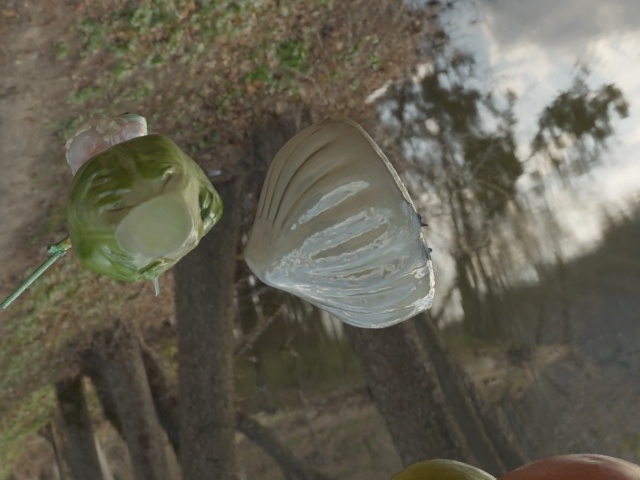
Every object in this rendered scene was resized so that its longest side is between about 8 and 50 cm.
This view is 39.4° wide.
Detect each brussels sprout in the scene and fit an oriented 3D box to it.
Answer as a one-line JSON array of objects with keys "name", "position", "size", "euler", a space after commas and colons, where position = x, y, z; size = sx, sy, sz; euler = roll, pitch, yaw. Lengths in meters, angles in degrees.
[{"name": "brussels sprout", "position": [-0.174, -0.031, 0.838], "size": [0.155, 0.155, 0.117], "euler": [-27, 121, 38]}]

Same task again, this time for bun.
[{"name": "bun", "position": [0.000, 0.000, 1.033], "size": [0.175, 0.263, 0.263], "euler": [-25, 169, -11]}]

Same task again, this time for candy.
[{"name": "candy", "position": [-0.346, 0.018, 1.183], "size": [0.201, 0.060, 0.060], "euler": [-45, 176, -18]}]

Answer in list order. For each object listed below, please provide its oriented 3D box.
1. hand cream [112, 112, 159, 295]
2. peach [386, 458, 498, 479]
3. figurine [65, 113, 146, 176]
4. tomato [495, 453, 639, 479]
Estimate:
[{"name": "hand cream", "position": [-0.317, -0.063, 1.564], "size": [0.067, 0.320, 0.109], "euler": [-9, -178, -9]}, {"name": "peach", "position": [0.260, 0.584, 1.783], "size": [0.316, 0.281, 0.314], "euler": [5, 150, 49]}, {"name": "figurine", "position": [-0.313, -0.104, 1.392], "size": [0.145, 0.256, 0.182], "euler": [-13, 148, -26]}, {"name": "tomato", "position": [0.280, 0.413, 1.072], "size": [0.273, 0.341, 0.341], "euler": [14, -168, 43]}]
